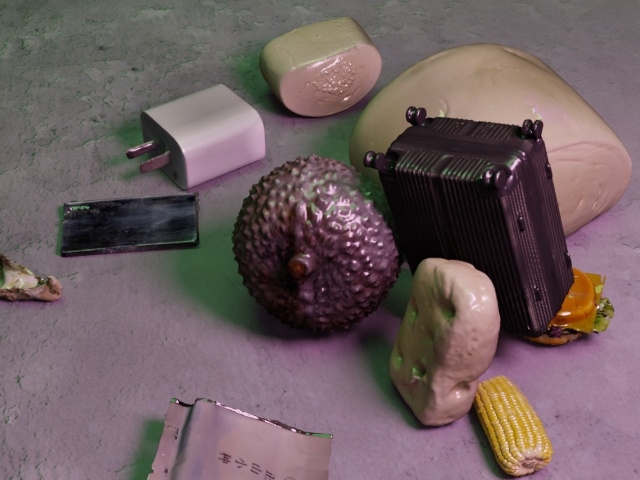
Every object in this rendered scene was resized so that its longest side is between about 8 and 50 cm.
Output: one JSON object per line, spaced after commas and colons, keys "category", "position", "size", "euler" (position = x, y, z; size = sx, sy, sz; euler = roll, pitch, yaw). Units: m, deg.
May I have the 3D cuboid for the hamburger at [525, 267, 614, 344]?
{"category": "hamburger", "position": [0.383, 0.108, 1.650], "size": [0.190, 0.093, 0.164], "euler": [21, 47, 27]}

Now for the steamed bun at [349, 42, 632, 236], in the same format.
{"category": "steamed bun", "position": [0.308, -0.173, 1.840], "size": [0.456, 0.289, 0.371], "euler": [-15, 43, -17]}

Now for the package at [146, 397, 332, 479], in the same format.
{"category": "package", "position": [-0.114, 0.330, 1.426], "size": [0.251, 0.062, 0.203], "euler": [13, 40, -3]}

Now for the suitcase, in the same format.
{"category": "suitcase", "position": [0.233, -0.022, 1.511], "size": [0.230, 0.335, 0.152], "euler": [13, 48, 38]}

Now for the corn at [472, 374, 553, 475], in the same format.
{"category": "corn", "position": [0.279, 0.270, 1.482], "size": [0.085, 0.063, 0.165], "euler": [-29, 40, 4]}

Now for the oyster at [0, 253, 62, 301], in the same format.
{"category": "oyster", "position": [-0.547, 0.077, 1.753], "size": [0.200, 0.061, 0.106], "euler": [27, 64, 33]}

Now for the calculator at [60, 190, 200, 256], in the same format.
{"category": "calculator", "position": [-0.358, -0.032, 1.892], "size": [0.262, 0.021, 0.161], "euler": [-4, 40, -3]}

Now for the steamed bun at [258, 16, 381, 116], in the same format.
{"category": "steamed bun", "position": [0.001, -0.376, 2.200], "size": [0.250, 0.154, 0.200], "euler": [-20, 40, -12]}

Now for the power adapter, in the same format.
{"category": "power adapter", "position": [-0.263, -0.202, 2.016], "size": [0.255, 0.124, 0.187], "euler": [-24, 44, -26]}

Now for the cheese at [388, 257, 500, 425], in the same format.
{"category": "cheese", "position": [0.178, 0.146, 1.476], "size": [0.093, 0.262, 0.159], "euler": [-6, 41, -26]}

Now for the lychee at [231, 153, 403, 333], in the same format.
{"category": "lychee", "position": [0.004, -0.001, 1.630], "size": [0.300, 0.300, 0.300], "euler": [-1, 39, 0]}
